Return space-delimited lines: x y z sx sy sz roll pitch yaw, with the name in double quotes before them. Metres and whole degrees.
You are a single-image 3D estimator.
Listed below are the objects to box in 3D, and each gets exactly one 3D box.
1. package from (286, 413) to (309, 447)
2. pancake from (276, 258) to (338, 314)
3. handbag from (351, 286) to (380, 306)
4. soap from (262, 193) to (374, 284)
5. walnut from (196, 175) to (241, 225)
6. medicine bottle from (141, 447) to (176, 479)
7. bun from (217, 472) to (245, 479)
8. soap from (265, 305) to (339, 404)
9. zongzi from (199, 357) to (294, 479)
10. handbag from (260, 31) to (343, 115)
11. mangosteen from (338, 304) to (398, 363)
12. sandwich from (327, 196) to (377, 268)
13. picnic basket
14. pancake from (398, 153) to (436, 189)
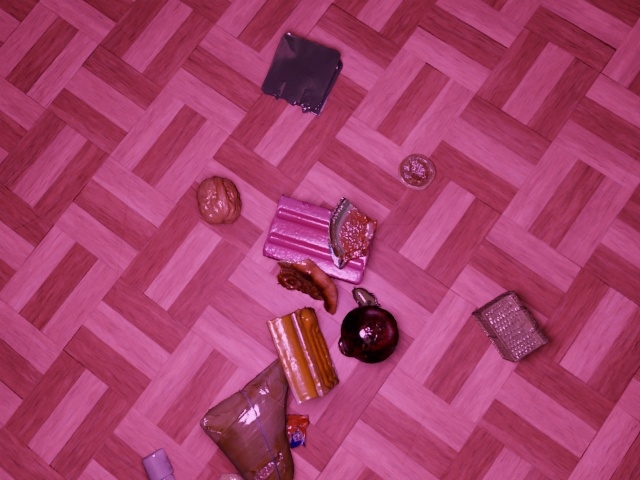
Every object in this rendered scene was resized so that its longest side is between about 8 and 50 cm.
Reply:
"package" -0.076 0.654 1.717 0.077 0.033 0.110 -13 65 24
"pancake" -0.037 0.144 1.706 0.258 0.212 0.056 23 51 -1
"handbag" 0.154 0.206 1.766 0.111 0.047 0.072 43 85 6
"soap" 0.000 0.000 1.766 0.360 0.128 0.232 17 84 6
"walnut" -0.365 -0.148 1.799 0.156 0.155 0.183 -17 78 0
"medicine bottle" -0.545 0.784 1.697 0.080 0.080 0.130 -28 81 -1
"bun" -0.303 0.835 1.682 0.115 0.069 0.115 -1 99 -9
"soap" -0.046 0.369 1.653 0.143 0.259 0.280 -25 79 12
"zongzi" -0.143 0.610 1.671 0.393 0.174 0.356 -38 88 -16
"handbag" -0.070 -0.627 1.894 0.248 0.079 0.259 23 86 8
"mangosteen" 0.161 0.314 1.674 0.210 0.210 0.209 0 81 3
"sandwich" 0.093 -0.018 1.658 0.159 0.079 0.234 21 86 6
"picnic basket" 0.643 0.285 1.685 0.154 0.134 0.196 -33 80 -3
"pancake" 0.352 -0.252 1.839 0.140 0.022 0.139 -1 81 4
